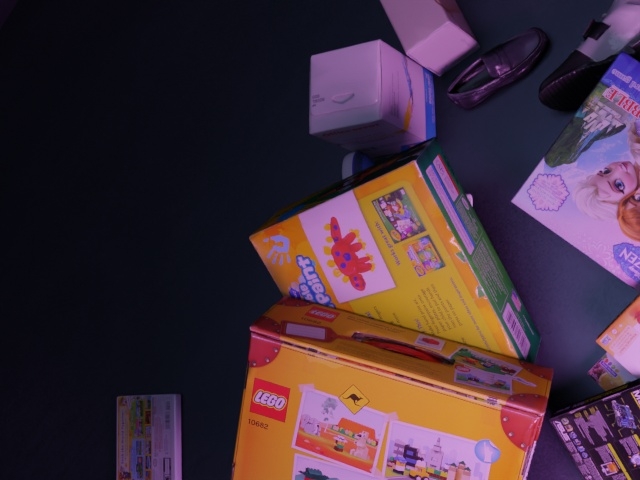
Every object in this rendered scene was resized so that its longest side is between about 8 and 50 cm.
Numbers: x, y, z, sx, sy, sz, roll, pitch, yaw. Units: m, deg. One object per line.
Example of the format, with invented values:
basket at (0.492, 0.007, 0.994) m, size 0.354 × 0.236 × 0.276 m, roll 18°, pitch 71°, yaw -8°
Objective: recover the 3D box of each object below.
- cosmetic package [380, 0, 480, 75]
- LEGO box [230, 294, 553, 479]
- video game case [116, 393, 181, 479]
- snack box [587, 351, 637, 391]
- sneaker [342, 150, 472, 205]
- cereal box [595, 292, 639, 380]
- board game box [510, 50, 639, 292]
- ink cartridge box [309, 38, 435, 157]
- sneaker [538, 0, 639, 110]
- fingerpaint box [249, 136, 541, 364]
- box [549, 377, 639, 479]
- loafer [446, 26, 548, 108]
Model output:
cosmetic package at (0.196, -0.514, 1.800) m, size 0.113 × 0.160 × 0.310 m, roll -34°, pitch 66°, yaw 25°
LEGO box at (0.110, 0.353, 1.515) m, size 0.499 × 0.193 × 0.373 m, roll 15°, pitch 109°, yaw 15°
video game case at (-0.426, 0.497, 2.141) m, size 0.206 × 0.026 × 0.227 m, roll -9°, pitch 79°, yaw 33°
snack box at (0.553, 0.217, 1.510) m, size 0.100 × 0.037 × 0.141 m, roll 47°, pitch 107°, yaw 28°
sneaker at (0.193, -0.075, 1.755) m, size 0.236 × 0.130 × 0.323 m, roll -25°, pitch 68°, yaw 24°
cereal box at (0.607, 0.186, 1.429) m, size 0.240 × 0.047 × 0.173 m, roll 43°, pitch 108°, yaw 14°
board game box at (0.552, -0.104, 1.486) m, size 0.318 × 0.066 × 0.318 m, roll 37°, pitch 104°, yaw 12°
ink cartridge box at (0.109, -0.285, 1.776) m, size 0.171 × 0.232 × 0.168 m, roll -7°, pitch 79°, yaw 33°
sneaker at (0.543, -0.362, 1.580) m, size 0.330 × 0.122 × 0.146 m, roll -30°, pitch 49°, yaw 28°
fingerpaint box at (0.142, 0.089, 1.619) m, size 0.371 × 0.163 × 0.445 m, roll -24°, pitch 102°, yaw 29°
box at (0.515, 0.348, 1.463) m, size 0.184 × 0.045 × 0.191 m, roll -33°, pitch 86°, yaw 33°
loafer at (0.349, -0.343, 1.715) m, size 0.223 × 0.078 × 0.076 m, roll -36°, pitch 65°, yaw 24°
